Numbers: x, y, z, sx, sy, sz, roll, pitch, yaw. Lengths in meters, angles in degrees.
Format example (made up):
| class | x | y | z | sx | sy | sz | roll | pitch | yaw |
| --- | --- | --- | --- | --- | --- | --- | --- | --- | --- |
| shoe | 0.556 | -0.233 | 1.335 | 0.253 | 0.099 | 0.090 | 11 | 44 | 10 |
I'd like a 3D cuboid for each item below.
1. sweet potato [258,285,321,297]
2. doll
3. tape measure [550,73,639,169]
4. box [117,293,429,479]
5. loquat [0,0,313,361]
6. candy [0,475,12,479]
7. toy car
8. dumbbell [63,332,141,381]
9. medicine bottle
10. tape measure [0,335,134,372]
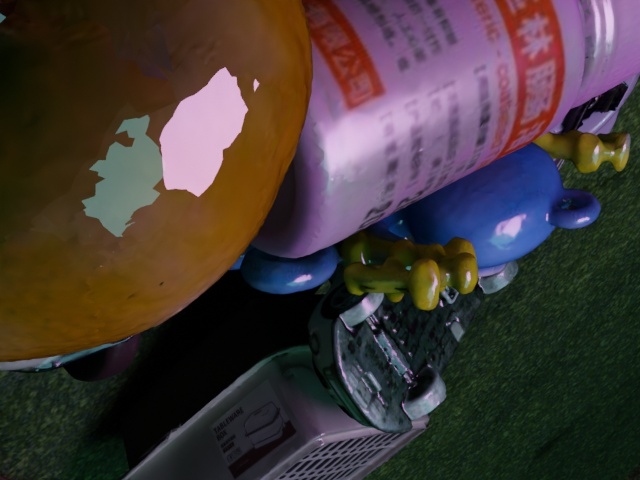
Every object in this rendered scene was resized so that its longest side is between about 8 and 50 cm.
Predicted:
| class | x | y | z | sx | sy | sz | roll | pitch | yaw |
| --- | --- | --- | --- | --- | --- | --- | --- | --- | --- |
| sweet potato | 0.001 | 0.000 | 1.514 | 0.057 | 0.057 | 0.264 | -4 | 135 | -51 |
| doll | 0.069 | -0.021 | 1.306 | 0.346 | 0.341 | 0.098 | -48 | 131 | -54 |
| tape measure | 0.252 | -0.154 | 1.566 | 0.178 | 0.105 | 0.196 | -25 | 150 | -29 |
| box | -0.053 | 0.182 | 1.531 | 0.221 | 0.166 | 0.290 | 1 | 146 | -49 |
| loquat | -0.165 | -0.088 | 0.878 | 0.328 | 0.328 | 0.359 | -43 | 169 | 2 |
| candy | -0.328 | 0.327 | 1.475 | 0.185 | 0.137 | 0.195 | -41 | 156 | -2 |
| toy car | 0.072 | 0.046 | 1.426 | 0.136 | 0.125 | 0.306 | 56 | 48 | -24 |
| dumbbell | -0.258 | 0.067 | 1.173 | 0.225 | 0.140 | 0.124 | -17 | 140 | -38 |
| medicine bottle | 0.084 | -0.154 | 1.210 | 0.388 | 0.219 | 0.219 | -26 | 149 | -28 |
| tape measure | -0.233 | 0.015 | 1.053 | 0.235 | 0.207 | 0.115 | -18 | 135 | -42 |
